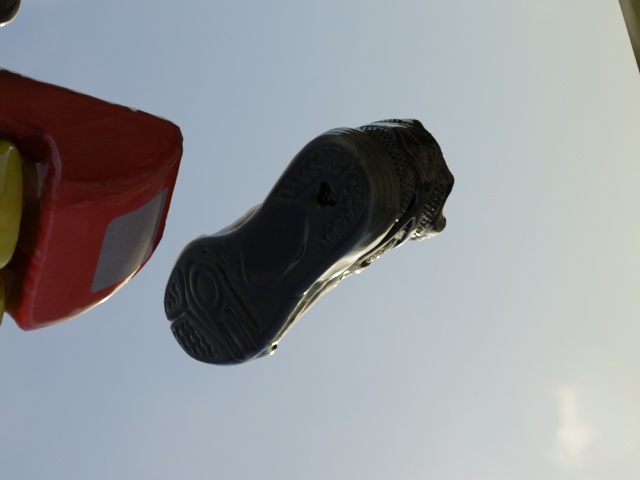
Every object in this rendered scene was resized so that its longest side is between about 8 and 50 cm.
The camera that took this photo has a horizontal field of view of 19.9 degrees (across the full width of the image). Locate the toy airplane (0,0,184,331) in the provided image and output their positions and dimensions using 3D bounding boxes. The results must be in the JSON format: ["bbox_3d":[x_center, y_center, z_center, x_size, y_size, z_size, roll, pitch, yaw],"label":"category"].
[{"bbox_3d":[-0.265,-0.004,0.753,0.272,0.384,0.386,51,177,41],"label":"toy airplane"}]

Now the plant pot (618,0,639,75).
[{"bbox_3d":[0.269,-0.070,0.729,0.187,0.212,0.212,177,76,-74],"label":"plant pot"}]

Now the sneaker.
[{"bbox_3d":[0.000,0.000,1.110,0.130,0.227,0.087,-18,-109,-46],"label":"sneaker"}]
